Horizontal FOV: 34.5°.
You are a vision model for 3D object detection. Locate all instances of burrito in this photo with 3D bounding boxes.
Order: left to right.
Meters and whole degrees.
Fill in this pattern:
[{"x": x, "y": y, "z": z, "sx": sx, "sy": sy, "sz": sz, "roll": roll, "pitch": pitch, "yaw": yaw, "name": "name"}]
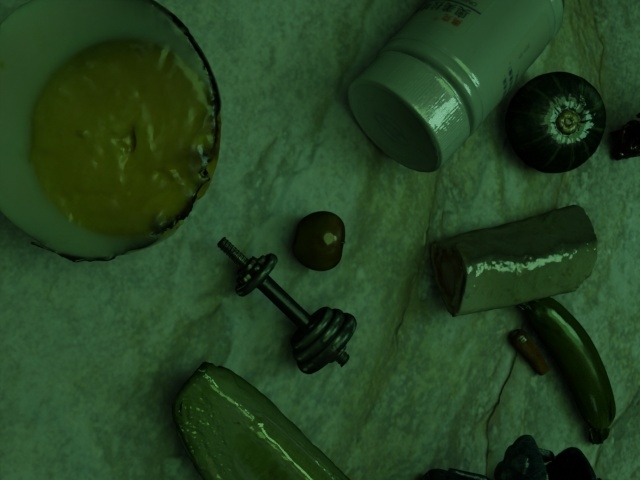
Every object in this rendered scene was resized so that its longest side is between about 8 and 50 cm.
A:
[{"x": 0.322, "y": 0.027, "z": 1.647, "sx": 0.299, "sy": 0.105, "sz": 0.143, "roll": -12, "pitch": 54, "yaw": -26, "name": "burrito"}]

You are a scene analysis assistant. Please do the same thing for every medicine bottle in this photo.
[{"x": 0.205, "y": -0.275, "z": 1.570, "sx": 0.190, "sy": 0.190, "sz": 0.332, "roll": 48, "pitch": 68, "yaw": -16, "name": "medicine bottle"}]

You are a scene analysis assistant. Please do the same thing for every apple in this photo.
[{"x": 0.000, "y": 0.000, "z": 1.506, "sx": 0.074, "sy": 0.089, "sz": 0.090, "roll": 14, "pitch": 80, "yaw": -7, "name": "apple"}]

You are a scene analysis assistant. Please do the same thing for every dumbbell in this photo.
[{"x": -0.052, "y": 0.088, "z": 1.474, "sx": 0.254, "sy": 0.110, "sz": 0.110, "roll": 45, "pitch": 69, "yaw": -10, "name": "dumbbell"}]

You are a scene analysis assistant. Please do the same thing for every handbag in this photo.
[{"x": 0.635, "y": -0.198, "z": 1.776, "sx": 0.216, "sy": 0.203, "sz": 0.074, "roll": -4, "pitch": 80, "yaw": -27, "name": "handbag"}]

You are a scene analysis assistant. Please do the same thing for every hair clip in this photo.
[{"x": 0.256, "y": 0.411, "z": 1.480, "sx": 0.194, "sy": 0.310, "sz": 0.206, "roll": 14, "pitch": 60, "yaw": -24, "name": "hair clip"}]

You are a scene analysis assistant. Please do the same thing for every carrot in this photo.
[{"x": 0.346, "y": 0.183, "z": 1.701, "sx": 0.032, "sy": 0.032, "sz": 0.093, "roll": -46, "pitch": 109, "yaw": -22, "name": "carrot"}]

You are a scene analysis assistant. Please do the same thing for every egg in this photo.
[{"x": -0.276, "y": -0.150, "z": 1.316, "sx": 0.336, "sy": 0.201, "sz": 0.337, "roll": -1, "pitch": 99, "yaw": -4, "name": "egg"}]

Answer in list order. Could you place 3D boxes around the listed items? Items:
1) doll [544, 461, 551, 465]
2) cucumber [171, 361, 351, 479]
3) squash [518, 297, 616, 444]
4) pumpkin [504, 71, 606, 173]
[{"x": 0.341, "y": 0.432, "z": 1.637, "sx": 0.106, "sy": 0.110, "sz": 0.181, "roll": -3, "pitch": 91, "yaw": -46, "name": "doll"}, {"x": -0.088, "y": 0.299, "z": 1.440, "sx": 0.145, "sy": 0.105, "sz": 0.325, "roll": -42, "pitch": 106, "yaw": 5, "name": "cucumber"}, {"x": 0.423, "y": 0.198, "z": 1.716, "sx": 0.319, "sy": 0.080, "sz": 0.071, "roll": 60, "pitch": 30, "yaw": -12, "name": "squash"}, {"x": 0.387, "y": -0.193, "z": 1.692, "sx": 0.167, "sy": 0.125, "sz": 0.167, "roll": 0, "pitch": 86, "yaw": -2, "name": "pumpkin"}]
